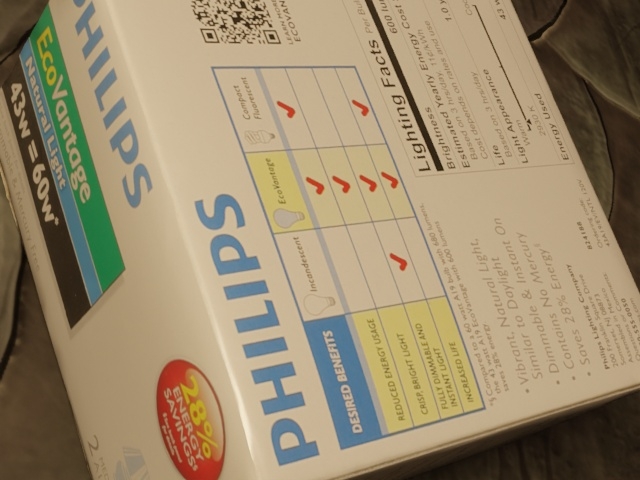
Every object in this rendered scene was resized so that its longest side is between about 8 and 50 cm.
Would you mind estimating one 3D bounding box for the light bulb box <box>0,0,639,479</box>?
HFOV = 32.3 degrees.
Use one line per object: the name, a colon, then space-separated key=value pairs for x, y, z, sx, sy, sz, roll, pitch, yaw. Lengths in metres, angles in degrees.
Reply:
light bulb box: x=0.000 y=0.000 z=0.794 sx=0.361 sy=0.225 sz=0.357 roll=-8 pitch=70 yaw=-37
